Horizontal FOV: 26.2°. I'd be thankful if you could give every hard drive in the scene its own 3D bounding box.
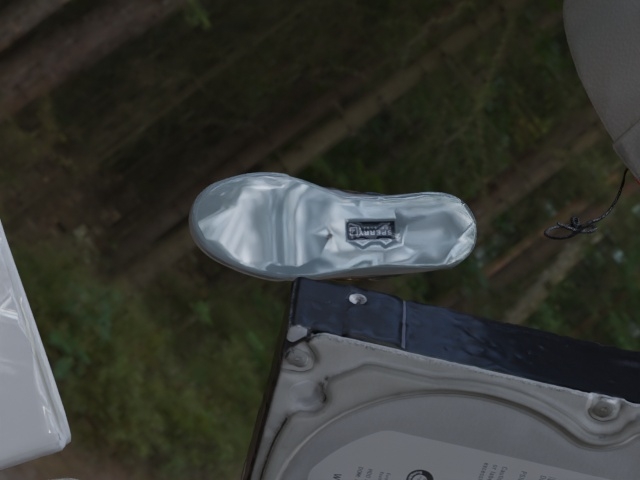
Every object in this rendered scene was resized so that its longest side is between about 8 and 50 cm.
[{"bbox_3d":[0.121,0.166,0.831,0.338,0.237,0.064,13,31,-5],"label":"hard drive"}]

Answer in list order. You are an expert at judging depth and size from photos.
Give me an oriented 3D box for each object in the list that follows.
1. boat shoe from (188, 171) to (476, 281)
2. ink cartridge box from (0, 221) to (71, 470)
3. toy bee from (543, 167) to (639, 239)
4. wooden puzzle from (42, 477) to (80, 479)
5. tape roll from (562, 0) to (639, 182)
[{"bbox_3d":[0.000,0.000,0.864,0.083,0.183,0.065,155,-63,-69],"label":"boat shoe"},{"bbox_3d":[-0.256,0.057,0.539,0.198,0.272,0.115,-170,-116,-70],"label":"ink cartridge box"},{"bbox_3d":[0.413,-0.086,1.544,0.195,0.298,0.162,-137,-138,-73],"label":"toy bee"},{"bbox_3d":[-0.389,0.346,1.286,0.080,0.322,0.348,-117,-146,-43],"label":"wooden puzzle"},{"bbox_3d":[0.331,-0.069,0.949,0.392,0.072,0.392,29,36,-24],"label":"tape roll"}]
